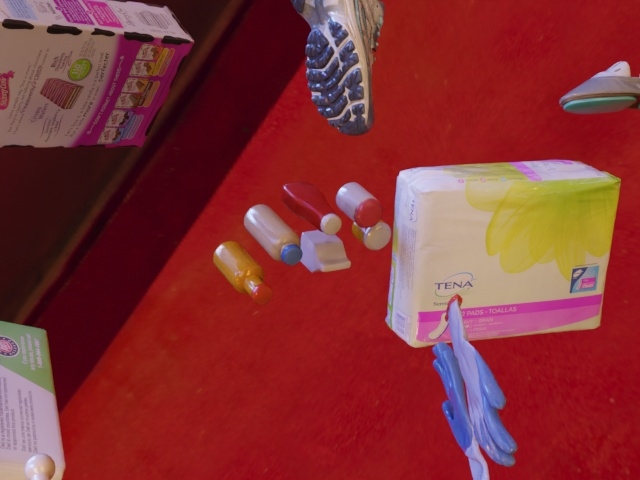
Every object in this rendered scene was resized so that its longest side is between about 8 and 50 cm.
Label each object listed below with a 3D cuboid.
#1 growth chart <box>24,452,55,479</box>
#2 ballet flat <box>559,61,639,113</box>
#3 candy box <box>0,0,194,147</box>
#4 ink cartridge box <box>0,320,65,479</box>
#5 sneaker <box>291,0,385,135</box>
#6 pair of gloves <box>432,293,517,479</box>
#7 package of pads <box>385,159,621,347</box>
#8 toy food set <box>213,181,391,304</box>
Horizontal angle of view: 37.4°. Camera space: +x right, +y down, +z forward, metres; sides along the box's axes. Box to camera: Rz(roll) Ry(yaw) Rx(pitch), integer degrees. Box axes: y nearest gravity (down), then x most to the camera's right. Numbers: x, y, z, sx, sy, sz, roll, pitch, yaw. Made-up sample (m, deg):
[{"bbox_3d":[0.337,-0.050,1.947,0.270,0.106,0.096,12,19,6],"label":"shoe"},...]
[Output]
[{"bbox_3d":[-0.206,0.227,0.459,0.237,0.172,0.021,-42,130,3],"label":"growth chart"},{"bbox_3d":[0.407,-0.199,1.226,0.213,0.072,0.068,0,79,-11],"label":"ballet flat"},{"bbox_3d":[-0.271,-0.179,1.006,0.071,0.233,0.159,52,126,26],"label":"candy box"},{"bbox_3d":[-0.362,0.143,0.760,0.272,0.198,0.115,15,114,-28],"label":"ink cartridge box"},{"bbox_3d":[0.047,-0.287,1.309,0.110,0.122,0.283,-13,89,52],"label":"sneaker"},{"bbox_3d":[0.142,0.150,0.892,0.023,0.198,0.159,-12,62,-5],"label":"pair of gloves"},{"bbox_3d":[0.240,0.010,1.249,0.296,0.101,0.229,-5,112,-16],"label":"package of pads"},{"bbox_3d":[0.000,0.000,1.127,0.232,0.104,0.111,-8,122,-29],"label":"toy food set"}]
